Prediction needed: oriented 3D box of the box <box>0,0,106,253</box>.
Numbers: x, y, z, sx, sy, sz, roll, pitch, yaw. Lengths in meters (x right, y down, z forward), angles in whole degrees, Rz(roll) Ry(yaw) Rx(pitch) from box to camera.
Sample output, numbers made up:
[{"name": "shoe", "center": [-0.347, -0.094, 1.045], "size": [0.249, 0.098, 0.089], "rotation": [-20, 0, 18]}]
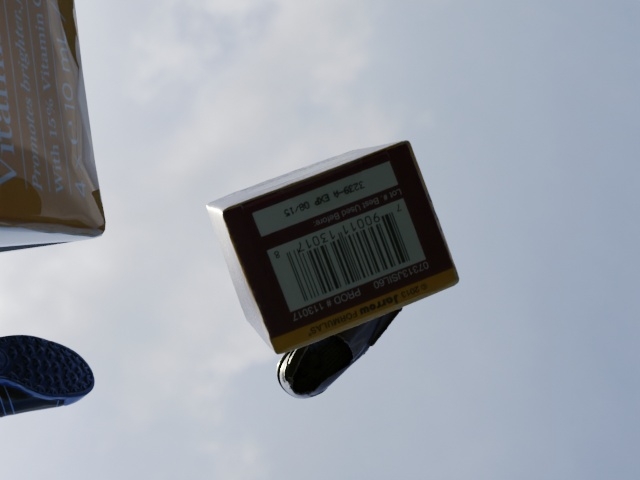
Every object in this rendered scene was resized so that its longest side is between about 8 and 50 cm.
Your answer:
[{"name": "box", "center": [-0.228, -0.100, 0.458], "size": [0.168, 0.345, 0.215], "rotation": [-9, -95, 19]}]

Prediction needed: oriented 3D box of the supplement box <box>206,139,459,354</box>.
[{"name": "supplement box", "center": [0.000, 0.000, 0.845], "size": [0.104, 0.081, 0.188], "rotation": [-21, -176, -6]}]

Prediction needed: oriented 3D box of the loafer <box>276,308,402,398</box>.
[{"name": "loafer", "center": [0.036, 0.102, 1.729], "size": [0.220, 0.080, 0.078], "rotation": [-53, -170, 8]}]

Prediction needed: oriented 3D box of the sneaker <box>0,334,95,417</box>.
[{"name": "sneaker", "center": [-0.364, 0.156, 1.651], "size": [0.090, 0.232, 0.081], "rotation": [-46, -131, 39]}]
